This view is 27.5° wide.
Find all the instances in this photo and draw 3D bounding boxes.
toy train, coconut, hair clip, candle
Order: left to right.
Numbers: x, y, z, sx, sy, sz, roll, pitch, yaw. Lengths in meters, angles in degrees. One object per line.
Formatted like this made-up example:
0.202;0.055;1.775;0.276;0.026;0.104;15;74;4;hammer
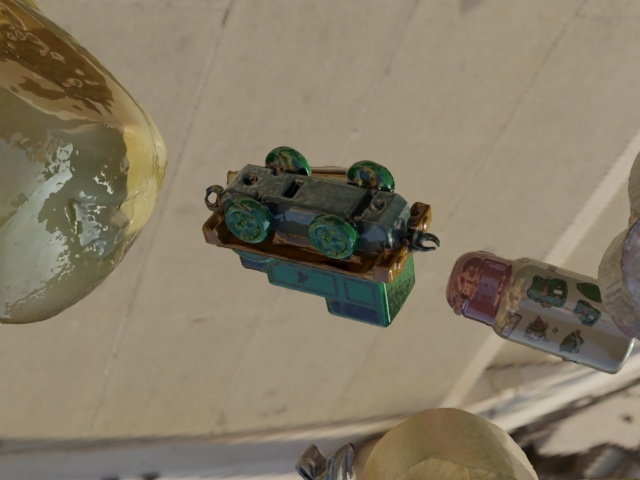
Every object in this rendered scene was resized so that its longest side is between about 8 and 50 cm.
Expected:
0.000;0.000;1.135;0.228;0.091;0.136;10;135;26;toy train
0.024;0.367;1.663;0.071;0.159;0.218;-6;111;38;hair clip
0.161;0.338;1.597;0.239;0.244;0.239;0;109;-1;coconut
0.316;0.000;1.041;0.168;0.192;0.068;24;164;-3;candle

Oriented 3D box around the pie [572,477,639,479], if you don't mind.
0.297;0.399;1.208;0.395;0.418;0.180;11;159;30;pie

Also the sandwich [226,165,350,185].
-0.043;-0.057;2.056;0.187;0.117;0.144;-2;-174;-15;sandwich

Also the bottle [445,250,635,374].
0.293;0.086;1.744;0.253;0.120;0.120;20;143;5;bottle

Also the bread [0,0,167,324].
-0.342;-0.101;1.256;0.253;0.376;0.348;-54;174;12;bread
